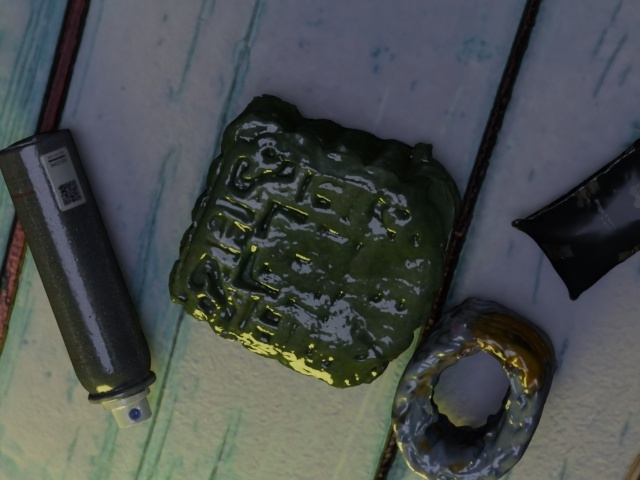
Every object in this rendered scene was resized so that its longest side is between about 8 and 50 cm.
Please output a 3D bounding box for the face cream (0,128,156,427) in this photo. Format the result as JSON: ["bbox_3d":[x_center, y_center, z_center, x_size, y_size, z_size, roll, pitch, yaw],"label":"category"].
[{"bbox_3d":[-0.220,0.038,1.572,0.073,0.073,0.284,-17,99,14],"label":"face cream"}]

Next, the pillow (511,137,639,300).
[{"bbox_3d":[0.253,-0.021,1.485,0.150,0.048,0.090,-36,86,20],"label":"pillow"}]

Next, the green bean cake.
[{"bbox_3d":[0.000,0.000,1.502,0.227,0.125,0.223,23,106,0],"label":"green bean cake"}]

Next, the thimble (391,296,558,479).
[{"bbox_3d":[0.135,0.135,1.506,0.127,0.118,0.151,31,107,2],"label":"thimble"}]

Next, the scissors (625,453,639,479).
[{"bbox_3d":[0.327,0.319,1.560,0.160,0.024,0.318,9,104,8],"label":"scissors"}]
